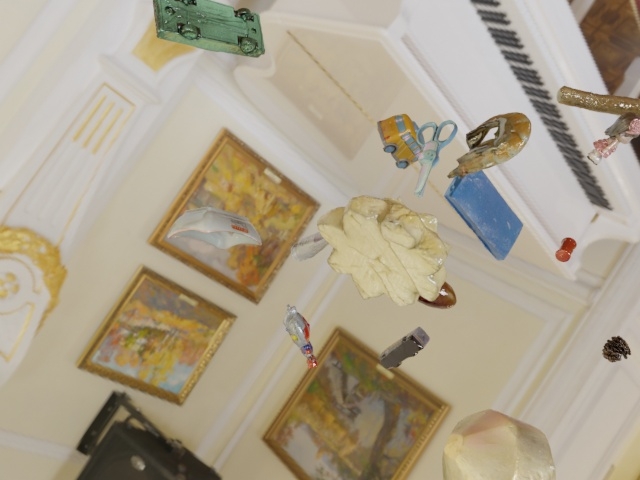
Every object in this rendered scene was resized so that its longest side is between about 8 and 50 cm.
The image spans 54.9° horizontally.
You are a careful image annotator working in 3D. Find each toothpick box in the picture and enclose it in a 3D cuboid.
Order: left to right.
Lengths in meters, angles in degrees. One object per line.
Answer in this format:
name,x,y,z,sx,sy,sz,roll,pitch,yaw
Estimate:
toothpick box,0.753,0.029,1.892,0.047,0.083,0.047,20,130,26

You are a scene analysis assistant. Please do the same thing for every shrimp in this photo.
shrimp,0.414,-0.247,1.556,0.059,0.145,0.254,20,154,-33

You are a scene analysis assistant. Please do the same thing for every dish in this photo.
dish,-0.267,-0.033,1.578,0.151,0.077,0.212,-7,166,34

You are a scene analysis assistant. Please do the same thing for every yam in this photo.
yam,0.870,-0.418,1.877,0.300,0.066,0.066,11,175,2

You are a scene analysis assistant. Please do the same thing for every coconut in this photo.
coconut,0.362,0.467,1.277,0.237,0.236,0.197,36,164,-20

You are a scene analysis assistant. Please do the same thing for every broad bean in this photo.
broad bean,0.285,0.130,1.641,0.165,0.084,0.114,32,168,-12

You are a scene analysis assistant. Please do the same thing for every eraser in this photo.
eraser,0.493,-0.086,1.838,0.312,0.144,0.043,45,160,-29

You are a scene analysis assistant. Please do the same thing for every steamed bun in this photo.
steamed bun,0.138,0.006,1.304,0.292,0.137,0.295,23,145,17

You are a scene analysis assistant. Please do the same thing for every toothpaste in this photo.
toothpaste,0.000,0.000,2.042,0.073,0.114,0.299,57,144,-3

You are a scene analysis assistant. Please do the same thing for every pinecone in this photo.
pinecone,0.886,0.328,1.852,0.077,0.083,0.077,157,90,-79

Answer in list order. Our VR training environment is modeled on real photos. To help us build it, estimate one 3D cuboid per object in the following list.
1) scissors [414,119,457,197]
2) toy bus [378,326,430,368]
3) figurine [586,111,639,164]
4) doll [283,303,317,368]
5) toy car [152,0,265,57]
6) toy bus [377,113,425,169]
scissors,0.309,-0.234,1.748,0.125,0.256,0.030,0,151,39
toy bus,0.226,0.293,1.673,0.057,0.072,0.172,48,137,5
figurine,0.611,-0.213,1.282,0.054,0.129,0.072,48,-141,3
doll,-0.054,0.253,1.655,0.104,0.062,0.194,-73,-34,-64
toy car,-0.307,-0.594,1.703,0.321,0.141,0.097,1,162,-36
toy bus,0.304,-0.364,2.244,0.209,0.136,0.126,41,-148,-48
